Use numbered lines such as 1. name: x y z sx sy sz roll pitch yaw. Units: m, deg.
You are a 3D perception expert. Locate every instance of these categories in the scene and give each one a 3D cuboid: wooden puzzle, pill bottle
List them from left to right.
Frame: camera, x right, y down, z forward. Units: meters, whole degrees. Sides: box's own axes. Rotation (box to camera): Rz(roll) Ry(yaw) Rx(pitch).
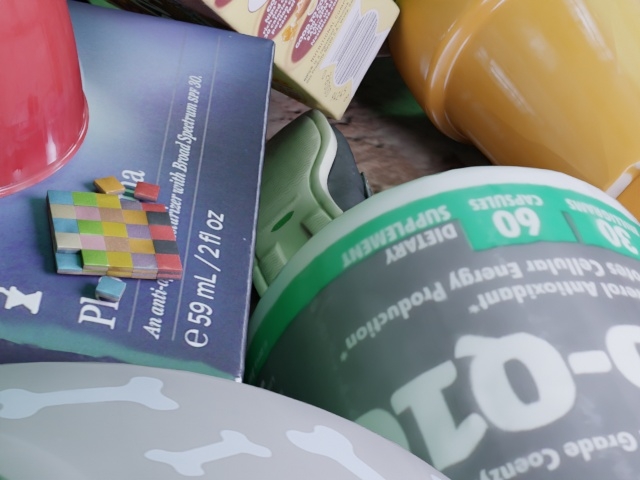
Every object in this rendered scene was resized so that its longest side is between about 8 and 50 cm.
1. wooden puzzle: -0.082 -0.003 0.781 0.049 0.006 0.083 4 35 -18
2. pill bottle: 0.101 0.153 0.757 0.204 0.204 0.361 2 39 -21

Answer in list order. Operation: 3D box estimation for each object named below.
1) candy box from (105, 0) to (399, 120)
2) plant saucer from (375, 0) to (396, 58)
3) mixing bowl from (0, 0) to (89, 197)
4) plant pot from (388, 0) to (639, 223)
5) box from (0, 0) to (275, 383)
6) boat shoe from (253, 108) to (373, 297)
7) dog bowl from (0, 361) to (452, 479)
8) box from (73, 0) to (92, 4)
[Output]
1. candy box: -0.081 -0.169 1.083 0.183 0.087 0.316 27 -1 15
2. plant saucer: 0.004 -0.144 1.316 0.169 0.029 0.168 2 15 -1
3. mixing bowl: -0.179 -0.101 0.806 0.181 0.098 0.181 9 34 -6
4. plant pot: 0.173 -0.096 1.215 0.205 0.205 0.188 -7 53 -31
5. box: -0.183 0.017 0.886 0.294 0.182 0.296 10 32 -5
6. boat shoe: 0.000 0.000 1.108 0.079 0.084 0.233 45 13 -26
7. dog bowl: -0.067 0.184 0.520 0.349 0.348 0.102 9 29 -10
8. box: -0.318 -0.172 1.221 0.257 0.079 0.322 -11 40 -33
